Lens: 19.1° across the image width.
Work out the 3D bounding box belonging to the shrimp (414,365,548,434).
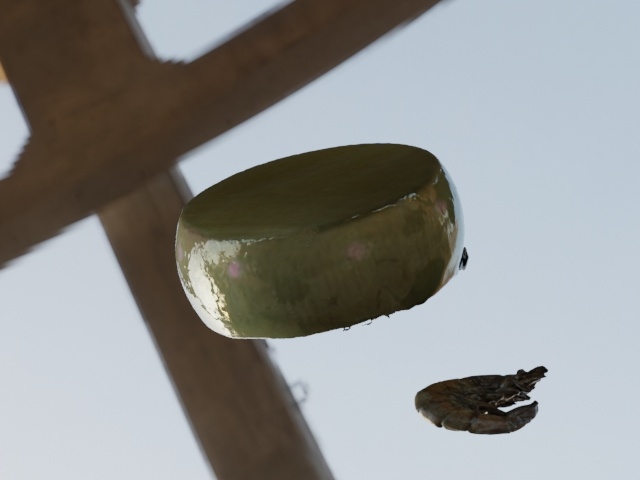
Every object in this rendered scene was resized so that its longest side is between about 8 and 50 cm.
[{"bbox_3d":[0.156,0.148,1.703,0.161,0.091,0.034,-11,-56,-41],"label":"shrimp"}]

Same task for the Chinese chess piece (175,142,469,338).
[{"bbox_3d":[0.000,0.000,0.939,0.144,0.144,0.058,-17,-72,-12],"label":"Chinese chess piece"}]
